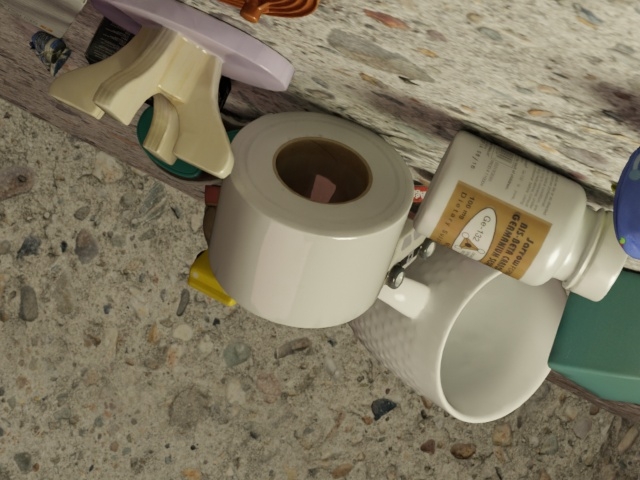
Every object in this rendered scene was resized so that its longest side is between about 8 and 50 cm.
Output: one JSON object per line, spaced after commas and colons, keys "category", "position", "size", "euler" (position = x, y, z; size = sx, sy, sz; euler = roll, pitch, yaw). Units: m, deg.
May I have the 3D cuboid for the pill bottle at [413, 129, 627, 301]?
{"category": "pill bottle", "position": [0.234, -0.023, 1.402], "size": [0.229, 0.131, 0.131], "euler": [25, 174, 2]}

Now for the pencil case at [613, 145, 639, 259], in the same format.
{"category": "pencil case", "position": [0.394, 0.003, 1.014], "size": [0.306, 0.119, 0.133], "euler": [22, 149, 34]}

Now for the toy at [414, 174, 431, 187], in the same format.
{"category": "toy", "position": [0.231, -0.021, 1.784], "size": [0.137, 0.056, 0.237], "euler": [23, 174, 33]}

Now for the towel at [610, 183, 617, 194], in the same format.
{"category": "towel", "position": [0.409, -0.002, 1.395], "size": [0.102, 0.021, 0.237], "euler": [20, 172, 36]}

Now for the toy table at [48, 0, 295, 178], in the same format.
{"category": "toy table", "position": [-0.189, -0.196, 1.508], "size": [0.274, 0.161, 0.252], "euler": [24, 174, 25]}

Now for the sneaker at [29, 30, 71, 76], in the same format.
{"category": "sneaker", "position": [-0.461, -0.324, 2.076], "size": [0.058, 0.052, 0.135], "euler": [35, 166, -1]}

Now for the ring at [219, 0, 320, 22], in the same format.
{"category": "ring", "position": [-0.155, -0.292, 1.160], "size": [0.337, 0.032, 0.336], "euler": [25, 173, 3]}

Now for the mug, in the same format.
{"category": "mug", "position": [0.156, 0.088, 1.958], "size": [0.374, 0.276, 0.328], "euler": [23, -175, -42]}

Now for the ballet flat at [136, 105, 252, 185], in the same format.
{"category": "ballet flat", "position": [-0.141, -0.141, 1.981], "size": [0.400, 0.139, 0.139], "euler": [14, 168, 44]}

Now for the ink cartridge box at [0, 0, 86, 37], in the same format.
{"category": "ink cartridge box", "position": [-0.368, -0.334, 1.495], "size": [0.176, 0.069, 0.371], "euler": [28, 176, -16]}

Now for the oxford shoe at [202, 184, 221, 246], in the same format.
{"category": "oxford shoe", "position": [-0.139, -0.014, 1.977], "size": [0.123, 0.130, 0.348], "euler": [7, 178, 6]}

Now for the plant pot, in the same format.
{"category": "plant pot", "position": [0.482, 0.148, 1.740], "size": [0.234, 0.165, 0.165], "euler": [9, 164, 46]}

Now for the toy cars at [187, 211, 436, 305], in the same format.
{"category": "toy cars", "position": [0.000, 0.000, 1.754], "size": [0.394, 0.087, 0.176], "euler": [-4, -142, -15]}

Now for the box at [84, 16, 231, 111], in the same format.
{"category": "box", "position": [-0.221, -0.233, 1.698], "size": [0.180, 0.077, 0.147], "euler": [25, 173, 0]}

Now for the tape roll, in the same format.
{"category": "tape roll", "position": [-0.015, -0.030, 1.597], "size": [0.246, 0.246, 0.169], "euler": [25, 133, 8]}

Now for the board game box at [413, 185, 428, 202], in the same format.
{"category": "board game box", "position": [0.045, -0.072, 1.926], "size": [0.145, 0.027, 0.281], "euler": [-3, -176, -20]}
